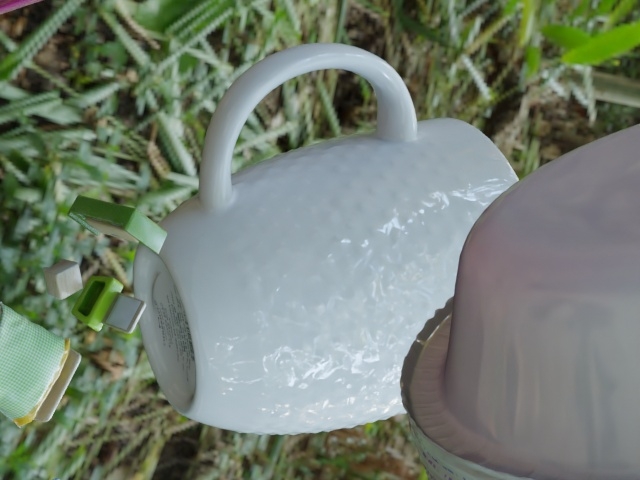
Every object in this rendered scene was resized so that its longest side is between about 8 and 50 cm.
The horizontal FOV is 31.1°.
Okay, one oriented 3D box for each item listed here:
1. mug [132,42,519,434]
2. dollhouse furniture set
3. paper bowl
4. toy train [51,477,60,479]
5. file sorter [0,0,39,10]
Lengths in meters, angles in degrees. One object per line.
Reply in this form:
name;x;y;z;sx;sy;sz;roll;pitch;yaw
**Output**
mug;0.000;0.000;1.084;0.328;0.276;0.374;-14;115;-25
dollhouse furniture set;-0.159;0.049;0.736;0.076;0.059;0.151;44;67;-51
paper bowl;0.171;0.035;0.488;0.284;0.284;0.148;-45;119;-53
toy train;-0.255;0.287;0.994;0.184;0.080;0.105;-45;167;-53
file sorter;-0.050;-0.203;0.401;0.182;0.291;0.202;-20;105;-25
